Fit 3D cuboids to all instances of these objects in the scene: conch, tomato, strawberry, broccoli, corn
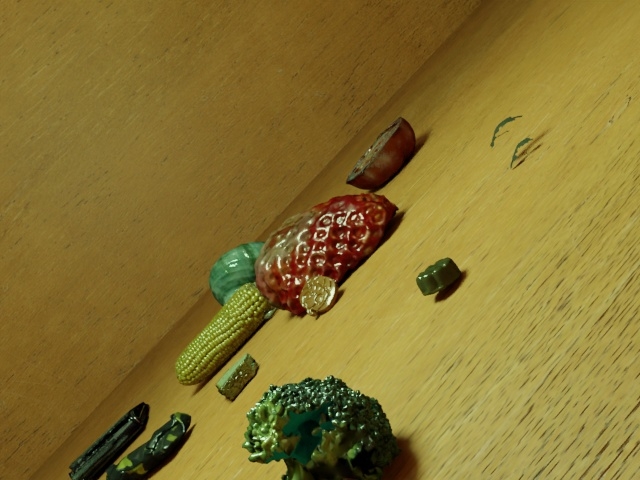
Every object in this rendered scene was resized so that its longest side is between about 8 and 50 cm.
[{"bbox_3d":[-0.177,0.097,1.931,0.220,0.195,0.277,99,178,-51],"label":"conch"},{"bbox_3d":[0.160,-0.205,1.959,0.225,0.085,0.225,-47,11,12],"label":"tomato"},{"bbox_3d":[0.000,0.000,1.559,0.336,0.149,0.265,-39,9,32],"label":"strawberry"},{"bbox_3d":[-0.005,0.210,0.745,0.154,0.167,0.160,68,-148,-65],"label":"broccoli"},{"bbox_3d":[-0.223,0.221,1.789,0.293,0.106,0.106,-48,8,1],"label":"corn"}]

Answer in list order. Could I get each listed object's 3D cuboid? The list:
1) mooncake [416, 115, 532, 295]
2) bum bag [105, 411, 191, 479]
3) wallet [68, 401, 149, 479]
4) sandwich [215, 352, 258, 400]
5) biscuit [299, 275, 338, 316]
[{"bbox_3d":[0.223,-0.050,1.071,0.150,0.057,0.347,-26,24,30],"label":"mooncake"},{"bbox_3d":[-0.349,0.429,1.527,0.232,0.060,0.107,-41,1,18],"label":"bum bag"},{"bbox_3d":[-0.553,0.528,2.046,0.221,0.071,0.262,-48,2,-6],"label":"wallet"},{"bbox_3d":[-0.162,0.262,1.487,0.093,0.035,0.105,-49,8,-17],"label":"sandwich"},{"bbox_3d":[-0.006,0.102,1.418,0.091,0.015,0.078,1,64,48],"label":"biscuit"}]
